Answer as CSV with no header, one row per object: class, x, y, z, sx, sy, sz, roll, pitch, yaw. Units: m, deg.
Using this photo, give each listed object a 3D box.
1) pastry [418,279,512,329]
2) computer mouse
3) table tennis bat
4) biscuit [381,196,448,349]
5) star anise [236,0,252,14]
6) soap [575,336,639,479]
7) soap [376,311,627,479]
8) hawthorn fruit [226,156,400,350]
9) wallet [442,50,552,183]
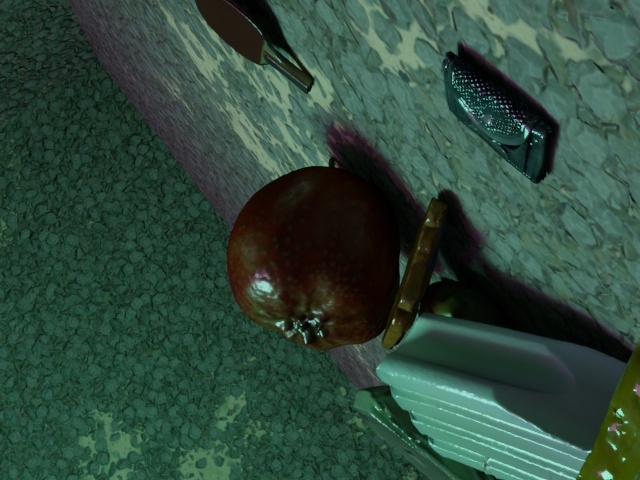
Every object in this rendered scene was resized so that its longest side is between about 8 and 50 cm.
pastry,0.206,0.122,1.172,0.153,0.081,0.153,44,165,15
computer mouse,0.273,0.467,1.910,0.429,0.145,0.228,39,160,9
table tennis bat,-0.099,-0.293,1.193,0.220,0.019,0.130,39,167,2
biscuit,0.126,0.057,1.106,0.043,0.183,0.280,17,131,8
star anise,-0.149,-0.377,1.204,0.141,0.042,0.141,50,170,11
soap,0.393,0.259,0.722,0.304,0.339,0.169,14,-158,-3
soap,0.245,0.206,0.977,0.347,0.115,0.208,8,142,53
hawthorn fruit,0.000,0.000,1.277,0.287,0.330,0.287,7,147,5
wallet,0.161,-0.114,0.758,0.129,0.026,0.088,47,169,28
